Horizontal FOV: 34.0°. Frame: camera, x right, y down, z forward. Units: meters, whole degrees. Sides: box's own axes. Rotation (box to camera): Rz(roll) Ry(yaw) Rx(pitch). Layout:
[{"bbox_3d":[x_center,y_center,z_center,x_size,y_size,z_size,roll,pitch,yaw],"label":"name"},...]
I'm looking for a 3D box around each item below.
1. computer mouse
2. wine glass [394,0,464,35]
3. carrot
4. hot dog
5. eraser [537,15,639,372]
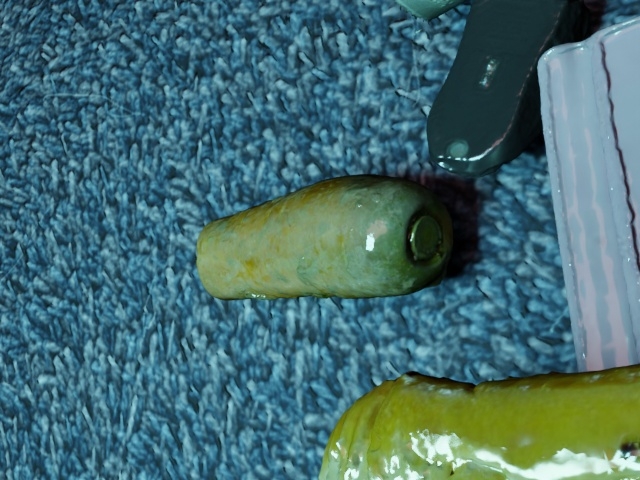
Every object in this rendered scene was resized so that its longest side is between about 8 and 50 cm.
[{"bbox_3d":[0.184,-0.159,1.041,0.122,0.073,0.217,22,88,36],"label":"computer mouse"},{"bbox_3d":[0.174,-0.379,1.023,0.357,0.190,0.190,-36,61,28],"label":"wine glass"},{"bbox_3d":[0.000,0.000,1.116,0.302,0.139,0.138,-4,78,38],"label":"carrot"},{"bbox_3d":[0.174,0.255,0.823,0.366,0.196,0.367,-11,119,33],"label":"hot dog"},{"bbox_3d":[0.337,-0.020,0.863,0.272,0.122,0.359,-15,72,35],"label":"eraser"}]
